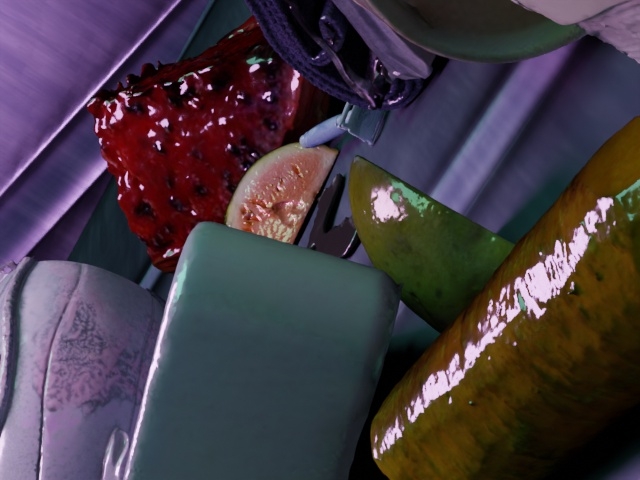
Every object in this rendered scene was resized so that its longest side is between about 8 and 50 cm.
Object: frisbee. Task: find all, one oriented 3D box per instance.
[{"bbox_3d":[0.000,0.000,1.788,0.211,0.012,0.187,-50,17,43],"label":"frisbee"}]

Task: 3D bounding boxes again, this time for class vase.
[{"bbox_3d":[-0.292,0.245,1.922,0.250,0.250,0.445,-44,28,52],"label":"vase"}]

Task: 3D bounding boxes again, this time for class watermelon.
[{"bbox_3d":[-0.042,-0.026,1.937,0.163,0.087,0.069,-63,-24,-13],"label":"watermelon"}]

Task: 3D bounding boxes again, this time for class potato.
[{"bbox_3d":[0.066,0.010,1.278,0.081,0.120,0.149,-61,12,2],"label":"potato"}]

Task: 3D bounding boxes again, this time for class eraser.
[{"bbox_3d":[-0.046,0.115,1.294,0.331,0.150,0.331,-162,90,-88],"label":"eraser"}]

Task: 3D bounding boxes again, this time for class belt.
[{"bbox_3d":[0.017,-0.217,1.710,0.139,0.230,0.126,-15,43,35],"label":"belt"}]

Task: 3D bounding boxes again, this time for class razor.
[{"bbox_3d":[0.015,-0.113,1.861,0.135,0.040,0.068,-23,40,59],"label":"razor"}]

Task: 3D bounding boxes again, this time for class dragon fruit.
[{"bbox_3d":[-0.051,-0.134,2.101,0.286,0.228,0.329,-19,11,24],"label":"dragon fruit"}]

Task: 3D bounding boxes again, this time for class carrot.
[{"bbox_3d":[0.135,0.045,0.986,0.302,0.114,0.114,-53,16,47],"label":"carrot"}]

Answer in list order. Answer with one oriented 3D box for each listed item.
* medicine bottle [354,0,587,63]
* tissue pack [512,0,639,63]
[{"bbox_3d":[0.098,-0.284,1.501,0.236,0.236,0.406,-60,14,9],"label":"medicine bottle"},{"bbox_3d":[0.245,-0.262,0.964,0.297,0.207,0.380,-63,13,-11],"label":"tissue pack"}]
